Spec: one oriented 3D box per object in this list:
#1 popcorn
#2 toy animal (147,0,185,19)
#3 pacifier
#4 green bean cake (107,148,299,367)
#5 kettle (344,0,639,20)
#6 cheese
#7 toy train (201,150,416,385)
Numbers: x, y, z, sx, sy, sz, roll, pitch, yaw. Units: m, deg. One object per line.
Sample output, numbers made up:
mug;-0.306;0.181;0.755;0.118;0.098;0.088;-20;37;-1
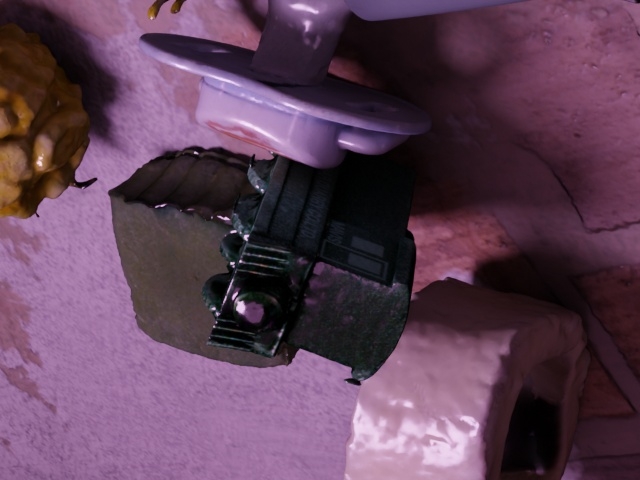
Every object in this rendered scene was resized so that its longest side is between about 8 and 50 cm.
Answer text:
popcorn;-0.363;-0.115;1.591;0.249;0.249;0.225;-6;143;42
toy animal;-0.144;-0.252;1.332;0.219;0.155;0.095;-2;119;30
pacifier;-0.015;-0.182;1.306;0.279;0.227;0.207;22;108;23
green bean cake;-0.112;0.020;1.610;0.223;0.125;0.227;15;136;30
kettle;0.140;-0.277;1.095;0.243;0.160;0.210;1;103;29
cheese;0.148;0.190;1.456;0.153;0.292;0.332;18;128;24
toy train;0.000;0.000;1.358;0.178;0.330;0.138;21;119;-2
